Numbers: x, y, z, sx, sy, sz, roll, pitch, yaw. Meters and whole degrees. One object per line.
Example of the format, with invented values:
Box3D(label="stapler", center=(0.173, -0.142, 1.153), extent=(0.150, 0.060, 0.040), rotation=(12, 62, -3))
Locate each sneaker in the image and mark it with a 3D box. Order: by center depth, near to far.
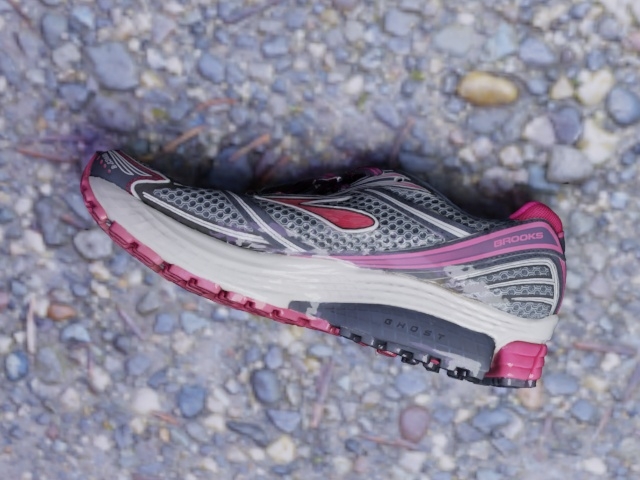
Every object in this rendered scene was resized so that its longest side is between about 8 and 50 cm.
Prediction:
Box3D(label="sneaker", center=(0.000, 0.000, 0.946), extent=(0.299, 0.121, 0.112), rotation=(17, 84, 3))
